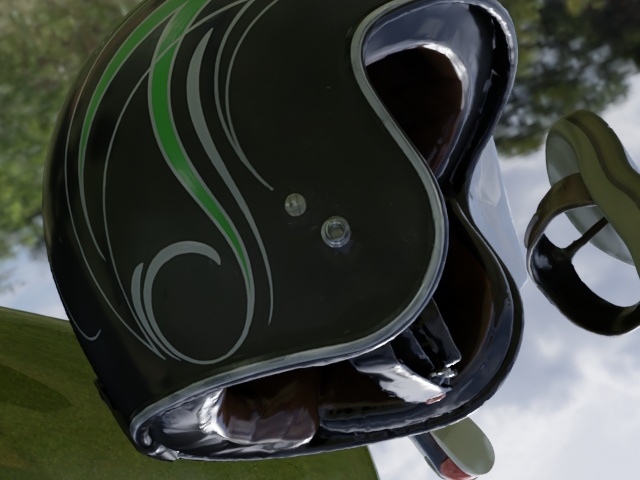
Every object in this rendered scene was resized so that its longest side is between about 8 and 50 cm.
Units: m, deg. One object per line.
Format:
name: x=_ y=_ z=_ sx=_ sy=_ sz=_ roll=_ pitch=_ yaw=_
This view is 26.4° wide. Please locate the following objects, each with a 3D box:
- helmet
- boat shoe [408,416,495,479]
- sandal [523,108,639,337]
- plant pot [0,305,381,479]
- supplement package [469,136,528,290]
helmet: x=-0.009 y=-0.019 z=0.462 sx=0.169 sy=0.161 sz=0.169 roll=-9 pitch=159 yaw=-4
boat shoe: x=0.070 y=0.118 z=0.981 sx=0.049 sy=0.137 sz=0.043 roll=-41 pitch=-178 yaw=-35
sandal: x=0.156 y=0.006 z=0.759 sx=0.086 sy=0.120 sz=0.303 roll=-34 pitch=-170 yaw=11
plant pot: x=-0.163 y=0.181 z=0.671 sx=0.353 sy=0.366 sz=0.366 roll=0 pitch=-179 yaw=-24
supplement package: x=0.000 y=0.000 z=1.156 sx=0.293 sy=0.175 sz=0.177 roll=-12 pitch=-171 yaw=22
